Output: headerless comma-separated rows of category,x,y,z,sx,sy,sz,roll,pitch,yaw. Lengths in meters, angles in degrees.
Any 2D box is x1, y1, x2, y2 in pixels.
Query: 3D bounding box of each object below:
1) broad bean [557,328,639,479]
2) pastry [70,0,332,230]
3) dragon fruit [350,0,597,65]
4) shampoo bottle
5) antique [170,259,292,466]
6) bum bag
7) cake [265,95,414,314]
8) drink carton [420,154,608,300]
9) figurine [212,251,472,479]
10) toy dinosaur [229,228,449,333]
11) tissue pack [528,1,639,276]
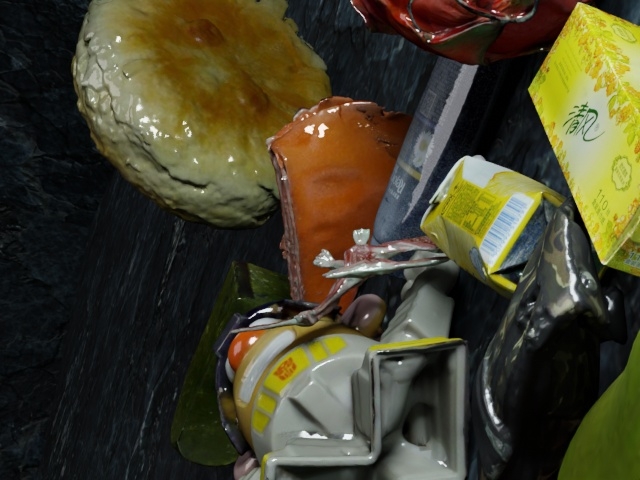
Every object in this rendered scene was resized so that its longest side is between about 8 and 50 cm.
broad bean,0.166,0.098,0.604,0.124,0.082,0.174,-90,13,-53
pastry,-0.130,-0.156,1.468,0.136,0.329,0.330,-47,28,41
dragon fruit,0.119,-0.214,0.896,0.274,0.192,0.193,-169,74,-66
shampoo bottle,0.098,-0.082,1.068,0.087,0.049,0.234,-122,51,-68
antique,-0.092,0.138,1.424,0.080,0.081,0.221,-99,31,-60
bum bag,0.114,0.085,0.713,0.102,0.069,0.248,-87,4,-52
cake,-0.002,-0.003,1.237,0.098,0.135,0.287,-125,44,-54
drink carton,0.116,-0.010,0.873,0.074,0.084,0.200,-61,16,4
figurine,0.000,0.126,1.000,0.308,0.143,0.308,-26,13,6
toy dinosaur,0.034,0.018,0.966,0.220,0.032,0.108,-28,12,-4
tissue pack,0.176,-0.046,0.679,0.176,0.095,0.062,-97,30,-57
